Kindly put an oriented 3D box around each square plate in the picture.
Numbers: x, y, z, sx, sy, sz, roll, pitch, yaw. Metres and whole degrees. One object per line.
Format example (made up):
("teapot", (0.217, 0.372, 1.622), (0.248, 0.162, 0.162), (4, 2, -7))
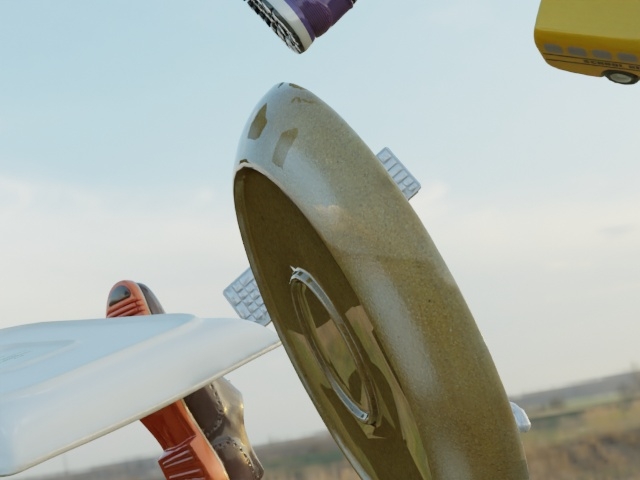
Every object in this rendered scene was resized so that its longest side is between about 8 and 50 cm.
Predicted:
("square plate", (-0.263, 0.120, 1.143), (0.344, 0.049, 0.347), (-5, 9, 33))

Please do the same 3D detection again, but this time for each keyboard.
("keyboard", (0.000, 0.000, 1.549), (0.256, 0.072, 0.014), (-41, -25, 4))

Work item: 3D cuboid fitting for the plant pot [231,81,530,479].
("plant pot", (0.016, 0.043, 0.614), (0.032, 0.236, 0.236), (-26, -4, -13))

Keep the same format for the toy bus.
("toy bus", (0.457, -0.266, 1.760), (0.332, 0.108, 0.130), (11, -12, 25))

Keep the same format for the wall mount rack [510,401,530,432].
("wall mount rack", (0.212, 0.380, 1.711), (0.130, 0.304, 0.350), (8, -49, -20))

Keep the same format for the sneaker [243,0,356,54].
("sneaker", (-0.062, -0.356, 1.658), (0.124, 0.283, 0.107), (-40, -21, -5))

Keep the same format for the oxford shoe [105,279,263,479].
("oxford shoe", (-0.149, 0.162, 1.478), (0.098, 0.271, 0.097), (-24, 2, -44))
